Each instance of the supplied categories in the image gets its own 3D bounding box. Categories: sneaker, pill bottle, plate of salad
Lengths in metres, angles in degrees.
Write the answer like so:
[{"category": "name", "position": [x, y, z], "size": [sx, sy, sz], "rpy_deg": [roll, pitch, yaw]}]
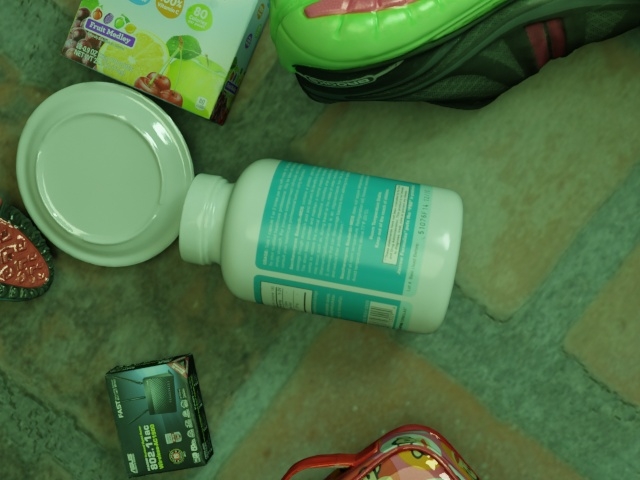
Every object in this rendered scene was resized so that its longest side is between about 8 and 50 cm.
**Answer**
[{"category": "sneaker", "position": [0.183, -0.238, 0.716], "size": [0.482, 0.202, 0.185], "rpy_deg": [-11, 75, -9]}, {"category": "pill bottle", "position": [0.000, 0.000, 0.755], "size": [0.264, 0.146, 0.146], "rpy_deg": [11, 95, 5]}, {"category": "plate of salad", "position": [-0.229, -0.070, 0.818], "size": [0.199, 0.048, 0.200], "rpy_deg": [2, 104, 8]}, {"category": "sneaker", "position": [-0.420, -0.004, 0.829], "size": [0.261, 0.125, 0.104], "rpy_deg": [25, 66, -18]}]

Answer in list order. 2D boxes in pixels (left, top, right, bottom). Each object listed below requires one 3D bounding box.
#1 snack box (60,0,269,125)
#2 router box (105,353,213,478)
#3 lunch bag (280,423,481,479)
[{"category": "snack box", "position": [-0.146, -0.250, 0.791], "size": [0.174, 0.070, 0.207], "rpy_deg": [23, 94, 4]}, {"category": "router box", "position": [-0.177, 0.193, 0.840], "size": [0.092, 0.038, 0.123], "rpy_deg": [-12, 93, 7]}, {"category": "lunch bag", "position": [0.046, 0.330, 0.746], "size": [0.293, 0.120, 0.258], "rpy_deg": [-40, 86, 6]}]
